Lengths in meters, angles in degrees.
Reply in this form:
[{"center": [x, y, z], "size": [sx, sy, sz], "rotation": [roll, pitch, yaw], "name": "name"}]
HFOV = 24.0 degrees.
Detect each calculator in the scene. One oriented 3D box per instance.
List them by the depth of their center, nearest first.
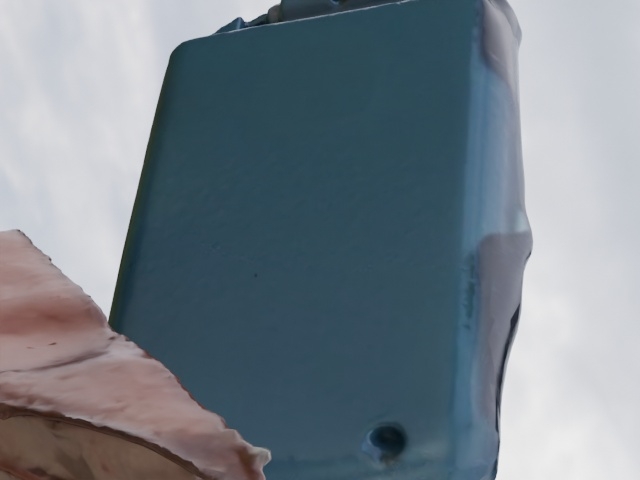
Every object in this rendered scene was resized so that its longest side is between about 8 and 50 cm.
[{"center": [0.000, 0.000, 0.614], "size": [0.051, 0.173, 0.293], "rotation": [62, 28, -49], "name": "calculator"}]

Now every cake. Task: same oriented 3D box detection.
[{"center": [-0.095, 0.069, 0.439], "size": [0.287, 0.135, 0.098], "rotation": [22, -61, 48], "name": "cake"}]
